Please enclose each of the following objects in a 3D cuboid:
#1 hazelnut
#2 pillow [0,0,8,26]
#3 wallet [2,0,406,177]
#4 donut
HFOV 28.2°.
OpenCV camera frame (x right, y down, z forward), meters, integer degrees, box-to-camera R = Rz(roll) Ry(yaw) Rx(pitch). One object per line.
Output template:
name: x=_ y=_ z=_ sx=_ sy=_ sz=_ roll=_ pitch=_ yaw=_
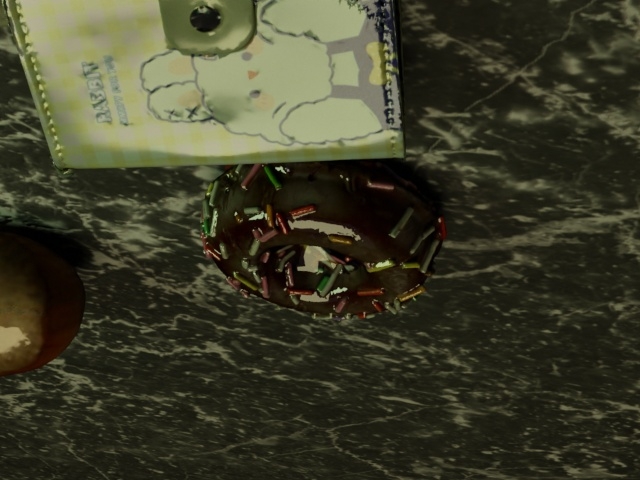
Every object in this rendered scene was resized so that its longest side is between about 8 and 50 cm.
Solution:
hazelnut: x=-0.387 y=0.076 z=1.530 sx=0.214 sy=0.176 sz=0.214 roll=12 pitch=-179 yaw=0
pillow: x=-0.328 y=-0.240 z=0.997 sx=0.134 sy=0.078 sz=0.181 roll=0 pitch=151 yaw=16
wallet: x=-0.086 y=-0.148 z=1.056 sx=0.309 sy=0.077 sz=0.223 roll=-2 pitch=131 yaw=4
donut: x=0.000 y=0.000 z=1.347 sx=0.269 sy=0.103 sz=0.270 roll=8 pitch=155 yaw=4
